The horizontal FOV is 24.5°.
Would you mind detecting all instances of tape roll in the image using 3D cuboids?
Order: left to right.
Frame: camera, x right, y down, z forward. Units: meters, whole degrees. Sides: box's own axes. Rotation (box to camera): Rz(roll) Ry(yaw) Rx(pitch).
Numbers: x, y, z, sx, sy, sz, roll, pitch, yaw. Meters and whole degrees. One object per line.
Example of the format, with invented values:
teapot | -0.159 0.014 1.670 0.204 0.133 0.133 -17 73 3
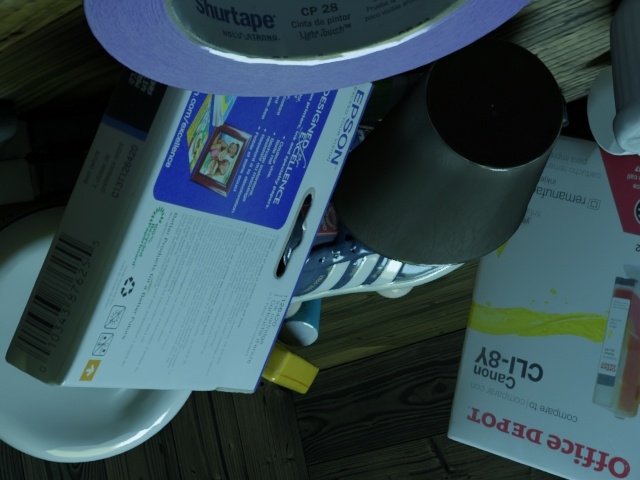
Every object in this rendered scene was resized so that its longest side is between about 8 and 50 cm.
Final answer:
tape roll | -0.001 -0.183 0.818 0.274 0.090 0.275 -11 159 -4

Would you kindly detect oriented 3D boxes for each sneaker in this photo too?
sneaker | 0.026 -0.013 1.562 0.350 0.131 0.148 -19 159 8

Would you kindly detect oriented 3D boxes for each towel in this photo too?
towel | 0.109 -0.151 1.444 0.152 0.023 0.113 -9 167 -5

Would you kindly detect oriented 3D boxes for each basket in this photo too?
basket | 0.130 -0.083 1.380 0.204 0.154 0.227 -5 162 -11

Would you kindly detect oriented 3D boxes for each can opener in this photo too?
can opener | -0.224 -0.080 1.279 0.283 0.076 0.095 -9 170 -21

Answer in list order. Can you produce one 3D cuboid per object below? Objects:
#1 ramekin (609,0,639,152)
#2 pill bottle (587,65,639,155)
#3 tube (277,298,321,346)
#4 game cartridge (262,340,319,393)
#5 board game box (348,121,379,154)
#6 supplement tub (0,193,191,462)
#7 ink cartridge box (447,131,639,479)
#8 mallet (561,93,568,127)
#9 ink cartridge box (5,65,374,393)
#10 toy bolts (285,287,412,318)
ramekin | 0.383 -0.176 1.316 0.273 0.127 0.273 -12 169 -2
pill bottle | 0.390 -0.141 1.528 0.216 0.121 0.121 -6 168 -28
tube | -0.024 0.036 1.856 0.080 0.207 0.052 -14 137 21
game cartridge | -0.160 0.078 1.713 0.323 0.053 0.285 32 176 11
board game box | -0.068 -0.079 1.556 0.243 0.042 0.165 -18 168 27
supplement tub | -0.244 0.061 1.400 0.228 0.228 0.316 -9 -169 -14
ink cartridge box | 0.328 0.081 1.701 0.279 0.385 0.160 15 -171 38
mallet | 0.215 -0.151 1.533 0.062 0.039 0.189 -13 165 16
ink cartridge box | -0.090 -0.026 1.182 0.072 0.304 0.307 23 -177 22
toy bolts | 0.000 0.000 1.731 0.228 0.158 0.218 -15 169 13
